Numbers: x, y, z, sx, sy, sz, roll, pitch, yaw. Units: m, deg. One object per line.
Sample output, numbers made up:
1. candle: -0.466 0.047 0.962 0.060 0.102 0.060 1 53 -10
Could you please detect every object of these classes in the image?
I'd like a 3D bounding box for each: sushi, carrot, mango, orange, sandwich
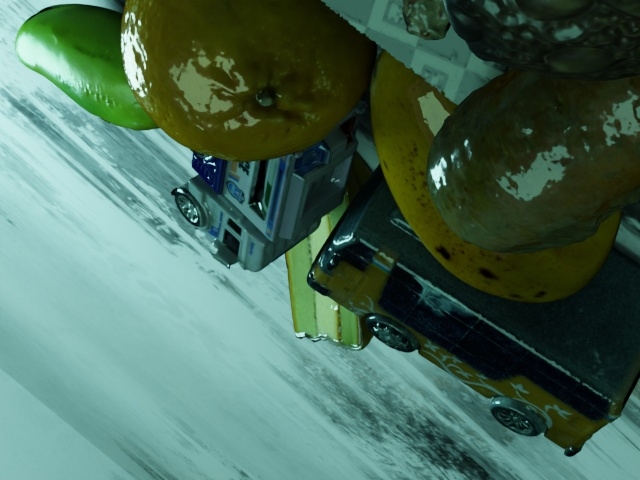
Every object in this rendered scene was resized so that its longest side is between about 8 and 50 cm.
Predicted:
1. sushi: 0.101 -0.197 1.277 0.279 0.043 0.192 37 124 1
2. carrot: 0.202 -0.094 1.210 0.138 0.139 0.302 41 127 -14
3. mango: -0.224 -0.183 1.795 0.233 0.111 0.125 18 146 31
4. orange: -0.059 -0.172 1.447 0.219 0.219 0.193 52 169 -35
5. sandwich: 0.000 0.000 1.803 0.117 0.144 0.187 8 145 44
6. mango: 0.137 -0.074 1.453 0.191 0.160 0.290 16 147 54

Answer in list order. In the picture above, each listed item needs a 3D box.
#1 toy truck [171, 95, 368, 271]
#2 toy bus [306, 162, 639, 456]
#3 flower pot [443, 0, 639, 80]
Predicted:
1. toy truck: -0.050 -0.075 1.671 0.155 0.124 0.268 45 153 19
2. toy bus: 0.166 0.048 1.646 0.323 0.162 0.194 33 157 1
3. flower pot: 0.229 -0.213 0.944 0.267 0.267 0.266 10 148 27
